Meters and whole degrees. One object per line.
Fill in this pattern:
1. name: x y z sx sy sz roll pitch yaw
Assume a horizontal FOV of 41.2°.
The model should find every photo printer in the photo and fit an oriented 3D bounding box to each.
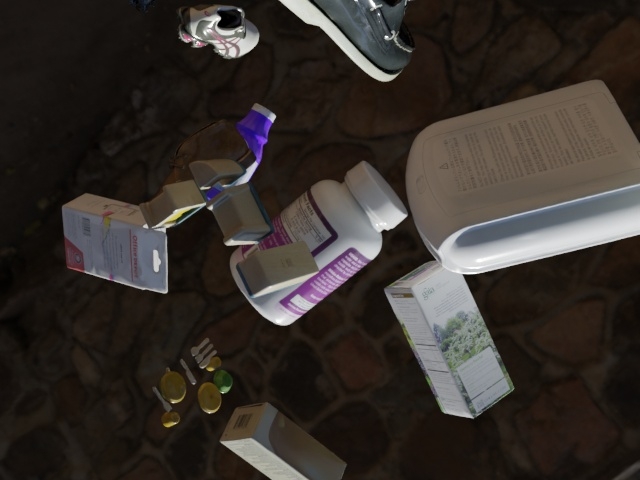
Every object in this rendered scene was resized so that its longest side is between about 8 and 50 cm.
1. photo printer: 0.271 -0.085 1.157 0.307 0.256 0.107 -15 132 7

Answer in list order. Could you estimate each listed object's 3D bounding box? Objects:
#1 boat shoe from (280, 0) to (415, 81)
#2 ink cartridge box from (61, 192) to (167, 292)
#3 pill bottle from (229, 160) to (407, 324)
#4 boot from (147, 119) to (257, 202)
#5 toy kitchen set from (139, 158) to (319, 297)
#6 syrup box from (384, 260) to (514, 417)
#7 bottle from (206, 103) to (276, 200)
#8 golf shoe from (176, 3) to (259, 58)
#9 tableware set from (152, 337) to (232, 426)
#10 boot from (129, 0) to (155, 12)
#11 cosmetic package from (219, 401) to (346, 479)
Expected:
1. boat shoe: 0.042 -0.259 0.843 0.113 0.127 0.340 -33 155 19
2. ink cartridge box: -0.316 0.004 1.380 0.067 0.198 0.115 -41 141 -56
3. pill bottle: 0.000 0.000 1.508 0.301 0.169 0.169 -39 161 13
4. boot: -0.271 -0.125 1.661 0.305 0.115 0.112 -41 -156 -25
5. toy kitchen set: -0.135 -0.002 1.230 0.166 0.207 0.122 -32 169 33
6. syrup box: 0.206 0.157 1.368 0.093 0.237 0.096 -29 -173 -23
7. bottle: -0.216 -0.222 2.226 0.283 0.118 0.092 -58 168 -3
8. golf shoe: -0.211 -0.490 1.985 0.120 0.105 0.273 -8 -179 32
9. tableware set: -0.198 0.230 1.326 0.024 0.104 0.154 -21 -165 37
10. boot: -0.315 -0.483 1.567 0.099 0.045 0.121 -53 171 -16
11. cosmetic package: -0.036 0.211 0.848 0.060 0.115 0.041 -20 -145 47
